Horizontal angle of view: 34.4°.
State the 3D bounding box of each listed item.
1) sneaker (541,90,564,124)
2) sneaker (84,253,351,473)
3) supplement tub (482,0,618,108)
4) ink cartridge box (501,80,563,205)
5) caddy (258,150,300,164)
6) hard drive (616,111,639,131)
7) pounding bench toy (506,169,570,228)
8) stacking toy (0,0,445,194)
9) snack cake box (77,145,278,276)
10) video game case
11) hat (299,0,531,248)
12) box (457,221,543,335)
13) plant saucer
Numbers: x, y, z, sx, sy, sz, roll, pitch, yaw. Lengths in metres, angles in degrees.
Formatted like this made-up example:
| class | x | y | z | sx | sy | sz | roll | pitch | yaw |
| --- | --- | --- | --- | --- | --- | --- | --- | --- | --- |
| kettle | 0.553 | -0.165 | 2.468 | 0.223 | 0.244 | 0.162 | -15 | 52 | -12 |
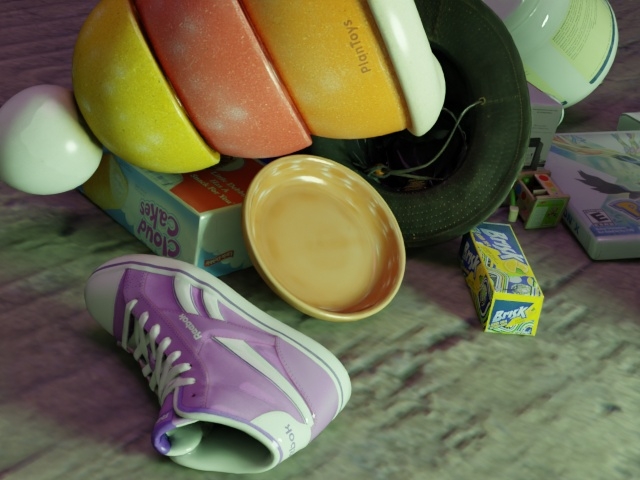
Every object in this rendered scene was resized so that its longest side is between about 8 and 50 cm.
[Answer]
| class | x | y | z | sx | sy | sz | roll | pitch | yaw |
| --- | --- | --- | --- | --- | --- | --- | --- | --- | --- |
| sneaker | 0.254 | -0.183 | 1.561 | 0.226 | 0.086 | 0.163 | 6 | 20 | 9 |
| sneaker | -0.129 | 0.108 | 0.917 | 0.282 | 0.102 | 0.161 | 22 | 34 | 23 |
| supplement tub | 0.312 | -0.357 | 1.636 | 0.235 | 0.235 | 0.325 | 31 | 6 | 35 |
| ink cartridge box | 0.260 | -0.137 | 1.423 | 0.063 | 0.150 | 0.109 | 0 | 29 | -24 |
| caddy | -0.105 | -0.223 | 1.388 | 0.342 | 0.241 | 0.179 | 8 | 22 | -1 |
| hard drive | 0.675 | -0.168 | 1.714 | 0.308 | 0.040 | 0.203 | -7 | 32 | -28 |
| pounding bench toy | 0.272 | -0.056 | 1.365 | 0.083 | 0.052 | 0.065 | -4 | 42 | -23 |
| stacking toy | -0.142 | -0.191 | 1.095 | 0.480 | 0.350 | 0.350 | -24 | 31 | 2 |
| snack cake box | -0.160 | -0.062 | 1.230 | 0.152 | 0.089 | 0.264 | -14 | 36 | -39 |
| video game case | 0.475 | -0.075 | 1.443 | 0.329 | 0.036 | 0.300 | -4 | 33 | -10 |
| hat | 0.125 | -0.151 | 1.297 | 0.331 | 0.331 | 0.134 | 22 | 6 | 24 |
| box | 0.202 | 0.039 | 1.181 | 0.059 | 0.054 | 0.169 | 5 | 28 | -7 |
| plant saucer | 0.000 | 0.000 | 1.126 | 0.200 | 0.037 | 0.199 | 17 | 55 | -25 |
